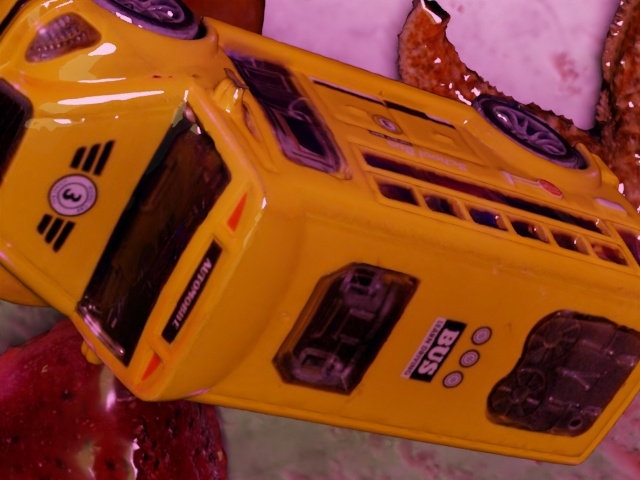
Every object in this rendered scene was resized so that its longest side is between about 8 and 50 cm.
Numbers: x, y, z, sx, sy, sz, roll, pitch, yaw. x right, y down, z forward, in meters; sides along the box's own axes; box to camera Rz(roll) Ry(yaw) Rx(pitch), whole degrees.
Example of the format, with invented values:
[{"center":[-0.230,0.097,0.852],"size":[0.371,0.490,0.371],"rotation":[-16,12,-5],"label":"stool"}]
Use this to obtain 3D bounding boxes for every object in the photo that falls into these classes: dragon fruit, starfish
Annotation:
[{"center":[-0.159,0.165,0.893],"size":[0.212,0.134,0.262],"rotation":[0,90,14],"label":"dragon fruit"},{"center":[0.195,-0.030,0.833],"size":[0.312,0.113,0.303],"rotation":[1,106,4],"label":"starfish"}]

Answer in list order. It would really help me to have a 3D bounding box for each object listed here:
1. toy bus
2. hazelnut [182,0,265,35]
[{"center":[0.000,0.000,0.684],"size":[0.331,0.151,0.145],"rotation":[14,119,-33],"label":"toy bus"},{"center":[-0.134,-0.104,0.767],"size":[0.229,0.229,0.229],"rotation":[0,105,1],"label":"hazelnut"}]
